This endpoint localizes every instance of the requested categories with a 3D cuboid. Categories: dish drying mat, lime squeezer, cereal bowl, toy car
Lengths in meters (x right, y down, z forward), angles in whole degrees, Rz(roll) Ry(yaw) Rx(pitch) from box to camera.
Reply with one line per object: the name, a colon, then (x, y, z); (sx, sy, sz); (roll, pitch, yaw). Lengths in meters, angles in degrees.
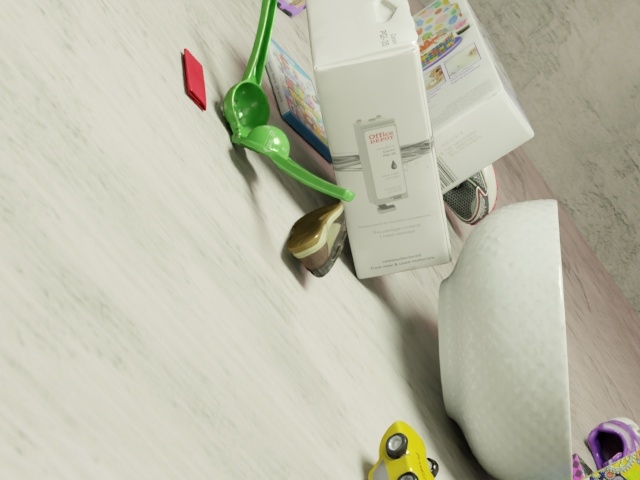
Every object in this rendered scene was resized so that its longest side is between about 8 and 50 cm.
dish drying mat: (-0.132, -0.169, 1.218); (0.032, 0.008, 0.083); (46, 20, -37)
lime squeezer: (-0.045, -0.128, 1.212); (0.059, 0.110, 0.310); (44, 21, -50)
cereal bowl: (0.213, 0.124, 1.338); (0.339, 0.141, 0.339); (-4, 90, -79)
toy car: (0.097, 0.288, 0.972); (0.225, 0.053, 0.239); (56, 18, -7)

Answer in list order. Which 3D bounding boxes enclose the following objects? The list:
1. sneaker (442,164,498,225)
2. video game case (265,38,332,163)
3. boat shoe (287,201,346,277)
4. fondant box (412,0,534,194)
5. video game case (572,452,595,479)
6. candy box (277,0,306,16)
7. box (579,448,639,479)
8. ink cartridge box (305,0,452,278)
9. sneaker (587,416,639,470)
sneaker: (0.183, -0.152, 1.928); (0.112, 0.121, 0.299); (-36, 95, -44)
video game case: (-0.030, -0.189, 1.526); (0.119, 0.015, 0.166); (40, 24, -45)
boat shoe: (0.000, 0.000, 1.222); (0.049, 0.056, 0.152); (65, 19, -12)
fondant box: (0.149, -0.199, 1.660); (0.096, 0.238, 0.330); (46, 20, -32)
video game case: (0.417, 0.441, 1.613); (0.210, 0.042, 0.232); (49, 19, -27)
candy box: (-0.034, -0.428, 1.681); (0.196, 0.165, 0.070); (24, 37, -62)
box: (0.375, 0.336, 1.274); (0.290, 0.279, 0.177); (25, 36, -62)
ink cartridge box: (0.066, -0.132, 1.340); (0.207, 0.117, 0.283); (-95, 174, -56)
sneaker: (0.510, 0.391, 1.898); (0.104, 0.095, 0.236); (25, 31, -50)
